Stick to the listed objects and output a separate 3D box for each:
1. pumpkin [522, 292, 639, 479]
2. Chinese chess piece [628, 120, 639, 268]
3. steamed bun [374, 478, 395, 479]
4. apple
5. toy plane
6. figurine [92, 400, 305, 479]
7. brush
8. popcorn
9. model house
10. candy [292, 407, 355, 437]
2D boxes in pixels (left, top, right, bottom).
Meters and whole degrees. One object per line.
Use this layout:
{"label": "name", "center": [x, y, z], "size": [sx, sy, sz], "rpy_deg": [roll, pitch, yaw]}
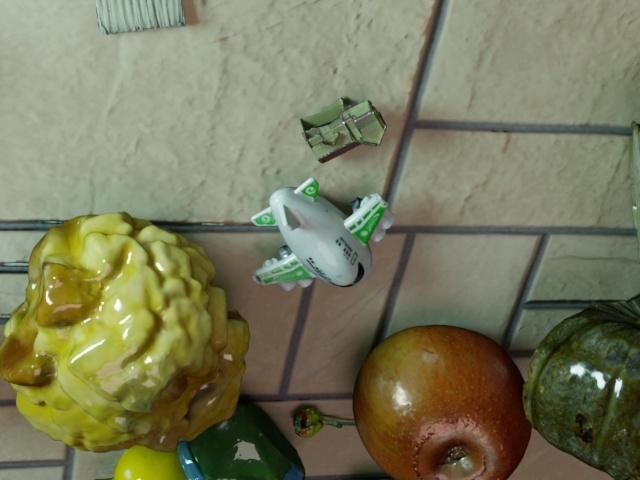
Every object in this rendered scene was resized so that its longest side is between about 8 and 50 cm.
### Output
{"label": "pumpkin", "center": [0.427, 0.166, 1.829], "size": [0.325, 0.232, 0.242], "rpy_deg": [-15, 119, -35]}
{"label": "Chinese chess piece", "center": [0.398, -0.007, 1.681], "size": [0.112, 0.270, 0.270], "rpy_deg": [-5, 135, 10]}
{"label": "steamed bun", "center": [0.085, 0.366, 2.060], "size": [0.112, 0.091, 0.130], "rpy_deg": [-5, 130, -16]}
{"label": "apple", "center": [0.149, 0.213, 1.881], "size": [0.235, 0.173, 0.210], "rpy_deg": [20, 123, -28]}
{"label": "toy plane", "center": [0.000, -0.002, 1.708], "size": [0.174, 0.080, 0.174], "rpy_deg": [-9, 135, -9]}
{"label": "figurine", "center": [-0.150, 0.301, 1.927], "size": [0.234, 0.127, 0.185], "rpy_deg": [-36, 139, 4]}
{"label": "brush", "center": [-0.178, -0.320, 1.412], "size": [0.090, 0.017, 0.314], "rpy_deg": [-9, 132, -7]}
{"label": "popcorn", "center": [-0.203, 0.118, 1.676], "size": [0.265, 0.225, 0.332], "rpy_deg": [-39, 142, 13]}
{"label": "model house", "center": [0.028, -0.112, 1.631], "size": [0.083, 0.057, 0.058], "rpy_deg": [-27, 128, 7]}
{"label": "candy", "center": [0.020, 0.232, 1.966], "size": [0.123, 0.035, 0.035], "rpy_deg": [7, 133, -31]}
